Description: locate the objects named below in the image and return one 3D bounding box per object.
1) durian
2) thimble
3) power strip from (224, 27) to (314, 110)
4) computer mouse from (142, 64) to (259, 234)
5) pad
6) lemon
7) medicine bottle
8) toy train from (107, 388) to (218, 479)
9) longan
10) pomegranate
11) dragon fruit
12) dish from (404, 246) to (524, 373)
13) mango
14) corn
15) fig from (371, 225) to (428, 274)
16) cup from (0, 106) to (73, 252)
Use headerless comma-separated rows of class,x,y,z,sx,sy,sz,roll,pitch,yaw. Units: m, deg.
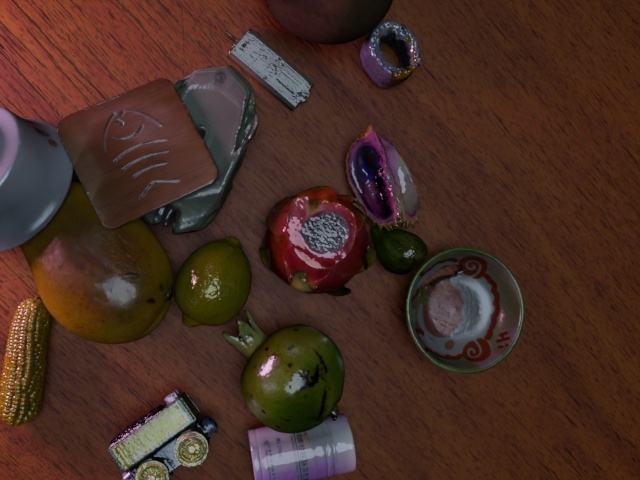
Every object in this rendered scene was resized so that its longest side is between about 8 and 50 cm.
durian,0.175,-0.149,1.667,0.186,0.153,0.261,-2,81,-33
thimble,0.180,-0.479,1.665,0.127,0.118,0.151,-32,95,-9
power strip,-0.139,-0.448,1.648,0.268,0.034,0.092,39,85,-9
computer mouse,-0.291,-0.220,1.563,0.228,0.145,0.429,23,84,0
pad,-0.411,-0.203,1.454,0.286,0.018,0.284,-27,84,-15
lemon,-0.255,0.101,1.560,0.184,0.184,0.248,28,77,-10
medicine bottle,-0.049,0.530,1.620,0.253,0.152,0.152,-8,92,-9
toy train,-0.383,0.496,1.572,0.260,0.134,0.177,-36,88,-9
longan,0.022,-0.623,1.543,0.318,0.319,0.319,0,91,-10
pomegranate,-0.089,0.311,1.571,0.340,0.260,0.260,41,84,-1
dragon fruit,0.000,0.000,1.601,0.290,0.189,0.291,0,92,-10
dish,0.365,0.184,1.711,0.324,0.124,0.324,1,84,-10
mango,-0.538,0.041,1.497,0.445,0.220,0.301,42,89,5
corn,-0.700,0.284,1.523,0.101,0.102,0.313,5,90,-10
fig,0.199,0.013,1.682,0.123,0.123,0.156,-33,68,-8
cup,-0.736,-0.156,1.395,0.347,0.163,0.347,-6,67,14
